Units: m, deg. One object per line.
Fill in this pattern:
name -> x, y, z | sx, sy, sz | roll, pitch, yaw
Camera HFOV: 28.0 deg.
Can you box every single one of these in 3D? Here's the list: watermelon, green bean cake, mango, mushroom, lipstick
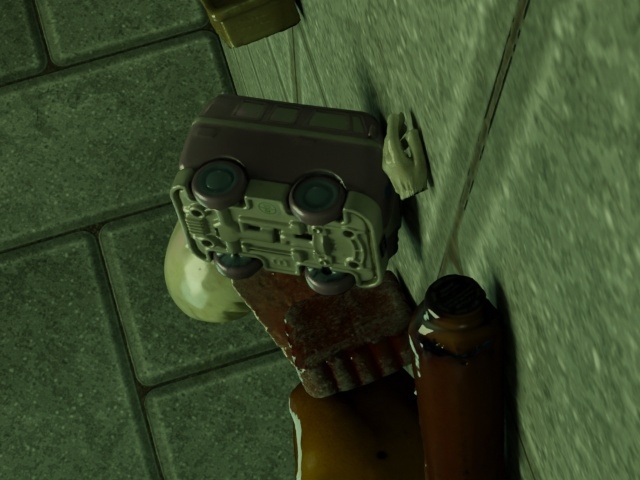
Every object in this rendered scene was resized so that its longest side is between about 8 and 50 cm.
watermelon -> -0.016, 0.061, 1.587 | 0.260, 0.176, 0.256 | 56, 150, -5
green bean cake -> 0.035, 0.099, 1.356 | 0.135, 0.136, 0.056 | -107, -4, -63
mango -> 0.054, 0.228, 1.380 | 0.201, 0.152, 0.287 | 27, -160, -22
mushroom -> -0.136, 0.026, 2.162 | 0.315, 0.315, 0.356 | -119, 26, -71
lipstick -> 0.116, 0.177, 1.033 | 0.418, 0.077, 0.077 | 80, 172, -48

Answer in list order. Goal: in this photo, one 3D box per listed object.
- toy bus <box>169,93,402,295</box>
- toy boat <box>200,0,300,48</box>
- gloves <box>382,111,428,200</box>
toy bus -> -0.023, -0.047, 1.208 | 0.142, 0.203, 0.142 | 80, -156, -52
toy boat -> -0.094, -0.308, 1.603 | 0.188, 0.116, 0.061 | -115, 3, -56
gloves -> 0.069, -0.062, 1.024 | 0.044, 0.037, 0.081 | -14, 86, 50
